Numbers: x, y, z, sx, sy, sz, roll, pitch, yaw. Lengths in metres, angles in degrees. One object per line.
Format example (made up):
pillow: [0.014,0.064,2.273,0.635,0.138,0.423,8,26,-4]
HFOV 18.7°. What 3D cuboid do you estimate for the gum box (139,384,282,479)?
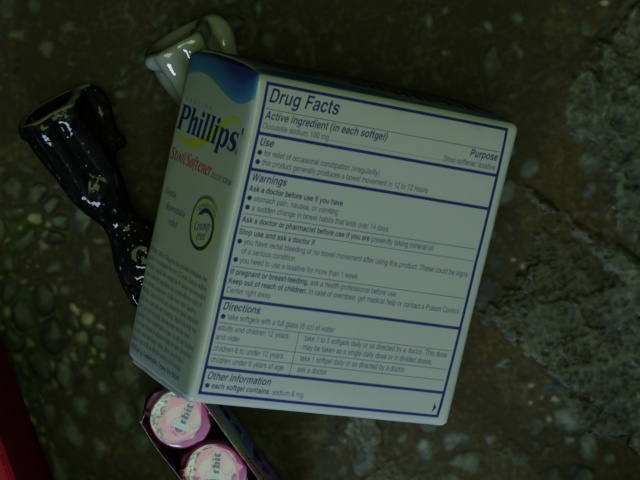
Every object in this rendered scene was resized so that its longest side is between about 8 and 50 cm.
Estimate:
gum box: [-0.094,0.207,1.815,0.062,0.107,0.188,-35,98,3]

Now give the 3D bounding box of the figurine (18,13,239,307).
figurine: [-0.134,-0.070,1.792,0.215,0.092,0.209,-29,106,1]

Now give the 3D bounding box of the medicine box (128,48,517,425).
medicine box: [0.000,0.000,1.722,0.263,0.149,0.289,9,98,-30]

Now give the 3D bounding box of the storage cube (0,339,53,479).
storage cube: [-0.355,0.214,1.757,0.183,0.215,0.193,-18,105,0]
